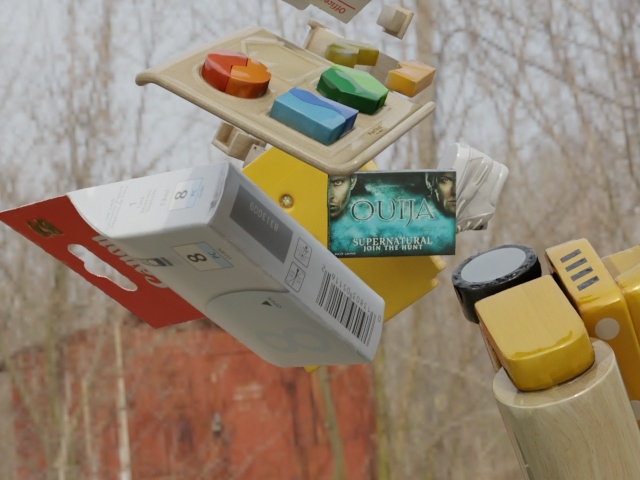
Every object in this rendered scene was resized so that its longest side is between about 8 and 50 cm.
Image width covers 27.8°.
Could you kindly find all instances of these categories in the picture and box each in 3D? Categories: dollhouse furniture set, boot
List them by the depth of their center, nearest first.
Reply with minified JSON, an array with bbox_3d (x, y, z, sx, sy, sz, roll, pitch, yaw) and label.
[{"bbox_3d":[0.023,-0.246,2.190,0.173,0.356,0.303,19,12,-43],"label":"dollhouse furniture set"},{"bbox_3d":[0.235,-0.033,2.247,0.123,0.258,0.095,23,10,-18],"label":"boot"}]

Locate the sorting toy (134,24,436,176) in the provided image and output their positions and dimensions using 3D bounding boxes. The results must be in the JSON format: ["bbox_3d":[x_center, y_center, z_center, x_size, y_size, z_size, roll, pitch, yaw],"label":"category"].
[{"bbox_3d":[-0.006,-0.159,1.241,0.229,0.041,0.307,24,29,15],"label":"sorting toy"}]

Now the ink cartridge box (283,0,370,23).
[{"bbox_3d":[0.022,-0.282,1.264,0.180,0.060,0.104,-41,-35,25],"label":"ink cartridge box"}]

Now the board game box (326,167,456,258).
[{"bbox_3d":[0.102,-0.039,1.849,0.186,0.126,0.026,-2,10,-9],"label":"board game box"}]

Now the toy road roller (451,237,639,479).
[{"bbox_3d":[0.283,0.111,1.273,0.240,0.203,0.329,-21,20,5],"label":"toy road roller"}]

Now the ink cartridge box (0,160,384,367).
[{"bbox_3d":[-0.164,0.050,1.505,0.385,0.091,0.308,-9,-36,37],"label":"ink cartridge box"}]

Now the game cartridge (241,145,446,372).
[{"bbox_3d":[0.000,0.000,1.991,0.285,0.324,0.052,-36,-2,22],"label":"game cartridge"}]
